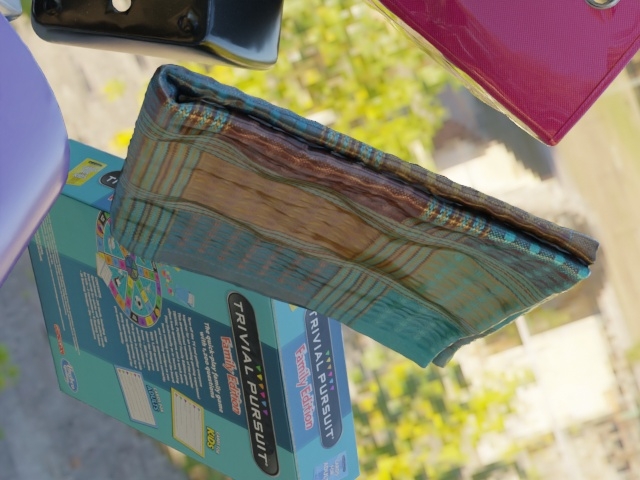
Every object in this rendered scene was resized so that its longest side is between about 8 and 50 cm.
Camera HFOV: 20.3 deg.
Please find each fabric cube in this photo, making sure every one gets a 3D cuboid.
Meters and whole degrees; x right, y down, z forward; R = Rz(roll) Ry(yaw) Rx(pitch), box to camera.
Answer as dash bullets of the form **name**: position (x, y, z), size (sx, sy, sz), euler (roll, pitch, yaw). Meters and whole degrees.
- **fabric cube**: position (0.148, -0.274, 1.503), size (0.258, 0.254, 0.259), euler (38, 5, -19)

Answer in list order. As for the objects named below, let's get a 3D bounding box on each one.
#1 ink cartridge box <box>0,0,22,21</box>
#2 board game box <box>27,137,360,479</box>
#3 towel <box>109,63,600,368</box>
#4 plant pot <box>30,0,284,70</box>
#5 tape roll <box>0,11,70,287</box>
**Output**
- **ink cartridge box**: position (-0.348, -0.315, 1.094), size (0.270, 0.151, 0.395), euler (30, 41, -62)
- **board game box**: position (-0.123, 0.072, 1.612), size (0.079, 0.336, 0.254), euler (-34, 130, -37)
- **towel**: position (0.000, 0.000, 1.131), size (0.370, 0.271, 0.040), euler (131, -20, -76)
- **plant pot**: position (-0.124, -0.221, 1.307), size (0.167, 0.187, 0.188), euler (-60, 158, -78)
- **tape roll**: position (-0.177, -0.035, 0.541), size (0.080, 0.189, 0.189), euler (-61, 139, -30)
